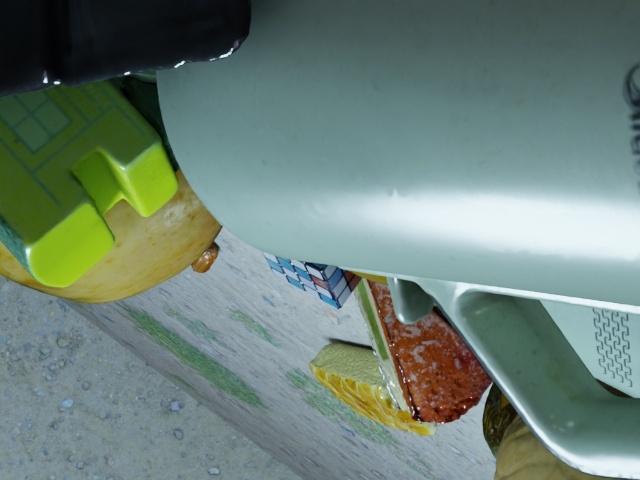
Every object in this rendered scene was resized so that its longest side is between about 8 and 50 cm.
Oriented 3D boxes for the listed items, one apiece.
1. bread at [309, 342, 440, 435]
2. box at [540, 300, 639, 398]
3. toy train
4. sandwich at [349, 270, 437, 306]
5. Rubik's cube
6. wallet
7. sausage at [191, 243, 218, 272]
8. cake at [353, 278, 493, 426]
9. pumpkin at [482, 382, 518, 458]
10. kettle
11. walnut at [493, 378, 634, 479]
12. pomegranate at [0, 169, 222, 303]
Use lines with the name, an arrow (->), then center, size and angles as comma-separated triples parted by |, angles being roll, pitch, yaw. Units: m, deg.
bread -> 0.080, 0.208, 1.805 | 0.125, 0.068, 0.188 | 44, 161, -26
box -> 0.224, 0.041, 1.130 | 0.211, 0.045, 0.270 | 26, 160, 28
toy train -> -0.246, -0.170, 0.959 | 0.442, 0.272, 0.179 | 47, 170, 10
sandwich -> 0.091, -0.065, 0.924 | 0.198, 0.155, 0.227 | 21, 157, 35
Rubik's cube -> 0.000, 0.000, 1.365 | 0.092, 0.092, 0.092 | 27, 161, 26
wallet -> -0.145, -0.211, 0.738 | 0.041, 0.247, 0.323 | -4, -178, -42
sausage -> -0.165, 0.023, 1.848 | 0.031, 0.031, 0.107 | 36, 164, -2
cake -> 0.087, 0.122, 1.487 | 0.220, 0.116, 0.086 | 39, 169, -14
pumpkin -> 0.248, 0.218, 1.462 | 0.119, 0.107, 0.183 | 46, 159, -15
kettle -> 0.131, -0.039, 0.668 | 0.377, 0.250, 0.361 | 10, 115, 49
walnut -> 0.287, 0.242, 1.281 | 0.228, 0.228, 0.228 | 32, 163, 11
pomegranate -> -0.241, -0.081, 1.203 | 0.342, 0.342, 0.342 | 32, 163, 11
